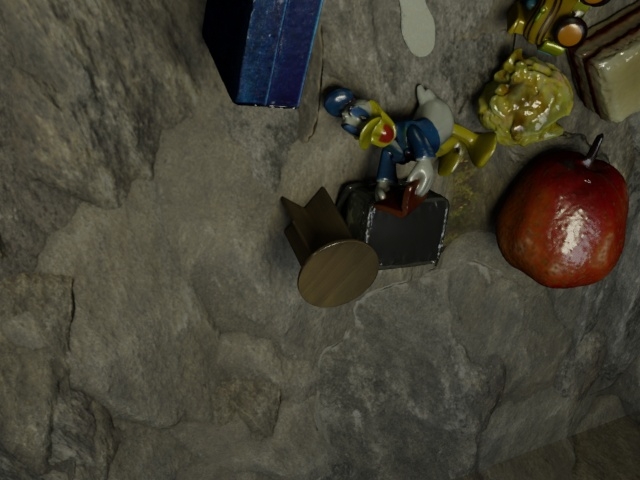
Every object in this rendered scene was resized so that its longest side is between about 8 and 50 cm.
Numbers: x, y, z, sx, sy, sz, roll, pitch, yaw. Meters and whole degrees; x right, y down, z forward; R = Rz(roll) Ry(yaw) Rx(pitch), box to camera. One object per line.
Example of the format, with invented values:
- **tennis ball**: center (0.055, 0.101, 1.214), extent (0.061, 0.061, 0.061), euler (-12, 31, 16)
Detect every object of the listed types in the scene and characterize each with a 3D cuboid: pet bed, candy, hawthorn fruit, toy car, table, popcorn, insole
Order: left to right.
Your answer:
- **table**: center (0.000, 0.000, 1.448), extent (0.167, 0.226, 0.167), euler (-12, 131, -14)
- **pet bed**: center (0.149, -0.039, 1.541), extent (0.211, 0.159, 0.183), euler (-7, 116, -23)
- **insole**: center (0.173, -0.422, 1.315), extent (0.065, 0.004, 0.197), euler (-26, 134, -1)
- **popcorn**: center (0.409, -0.281, 1.432), extent (0.188, 0.167, 0.185), euler (6, 124, -25)
- **toy car**: center (0.433, -0.465, 1.285), extent (0.142, 0.200, 0.247), euler (20, 132, -3)
- **hawthorn fruit**: center (0.562, -0.072, 1.601), extent (0.285, 0.284, 0.368), euler (1, 123, -25)
- **candy**: center (0.687, -0.397, 1.477), extent (0.321, 0.135, 0.179), euler (-29, 135, 2)

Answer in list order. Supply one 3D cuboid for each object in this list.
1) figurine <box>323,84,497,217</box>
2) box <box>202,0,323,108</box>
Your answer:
- **figurine**: center (0.142, -0.181, 1.389), extent (0.338, 0.283, 0.204), euler (26, 158, -19)
- **box**: center (-0.084, -0.381, 1.059), extent (0.116, 0.261, 0.278), euler (0, 129, -20)
